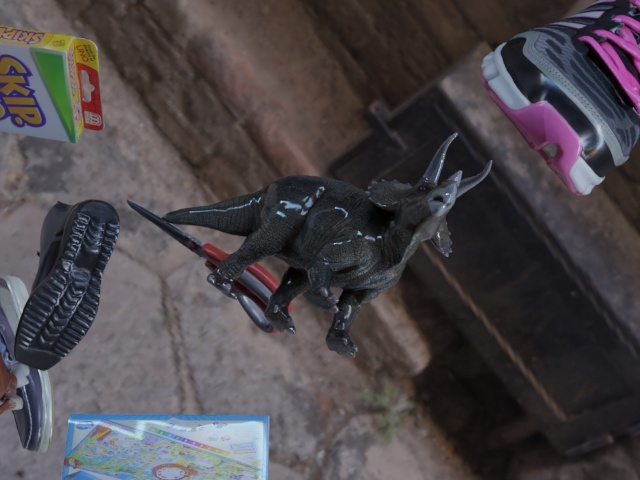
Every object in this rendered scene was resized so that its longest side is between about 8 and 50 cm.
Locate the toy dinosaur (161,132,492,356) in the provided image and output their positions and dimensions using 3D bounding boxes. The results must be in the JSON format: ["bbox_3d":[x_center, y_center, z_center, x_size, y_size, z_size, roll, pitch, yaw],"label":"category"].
[{"bbox_3d":[0.000,0.000,1.013,0.160,0.313,0.121,-59,134,-26],"label":"toy dinosaur"}]

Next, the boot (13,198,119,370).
[{"bbox_3d":[-0.303,0.046,1.302,0.077,0.137,0.198,32,77,-29],"label":"boot"}]

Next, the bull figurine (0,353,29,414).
[{"bbox_3d":[-0.430,0.083,1.315,0.188,0.101,0.310,67,0,-66],"label":"bull figurine"}]

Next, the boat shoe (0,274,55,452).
[{"bbox_3d":[-0.431,0.168,1.559,0.092,0.103,0.285,-2,52,-30],"label":"boat shoe"}]

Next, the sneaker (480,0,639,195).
[{"bbox_3d":[0.116,-0.070,0.428,0.063,0.075,0.170,53,30,3],"label":"sneaker"}]

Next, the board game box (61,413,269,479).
[{"bbox_3d":[-0.116,0.182,0.852,0.154,0.026,0.103,1,56,-1],"label":"board game box"}]

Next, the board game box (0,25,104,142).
[{"bbox_3d":[-0.356,-0.170,1.176,0.259,0.124,0.039,7,47,1],"label":"board game box"}]

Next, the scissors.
[{"bbox_3d":[-0.144,0.007,1.415,0.021,0.109,0.297,-38,66,-26],"label":"scissors"}]
